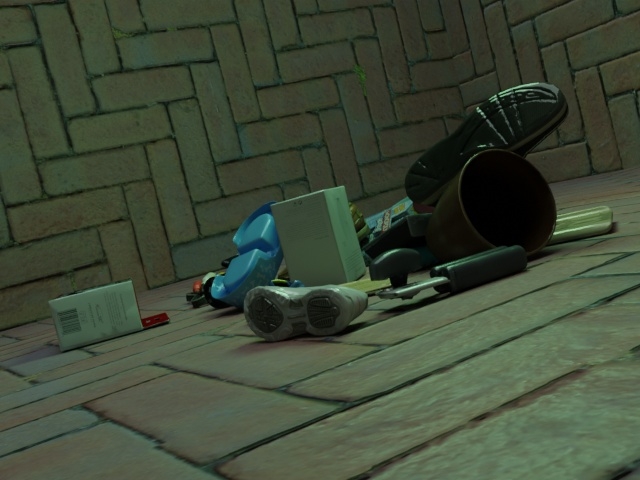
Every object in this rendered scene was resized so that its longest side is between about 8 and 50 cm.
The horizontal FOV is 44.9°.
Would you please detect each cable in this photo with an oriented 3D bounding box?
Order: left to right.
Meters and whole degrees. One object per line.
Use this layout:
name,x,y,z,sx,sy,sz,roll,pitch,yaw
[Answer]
cable,-0.353,0.146,2.262,0.139,0.072,0.287,-19,2,6

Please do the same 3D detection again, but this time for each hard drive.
hard drive,0.236,-0.005,1.800,0.255,0.054,0.172,-3,-26,-46

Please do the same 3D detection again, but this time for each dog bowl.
dog bowl,-0.156,0.039,1.862,0.166,0.074,0.297,-24,35,42

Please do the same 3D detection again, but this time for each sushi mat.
sushi mat,0.011,0.114,1.595,0.317,0.019,0.151,-13,4,17

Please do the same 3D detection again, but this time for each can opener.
can opener,0.215,0.039,1.302,0.283,0.095,0.076,-15,4,-23

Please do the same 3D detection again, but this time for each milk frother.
milk frother,-0.198,0.119,1.987,0.143,0.129,0.135,34,26,21

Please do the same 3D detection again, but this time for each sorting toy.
sorting toy,0.528,-0.023,1.662,0.193,0.038,0.208,-13,7,22

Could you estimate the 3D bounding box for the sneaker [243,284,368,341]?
sneaker,-0.022,0.114,1.260,0.232,0.090,0.115,-1,4,37

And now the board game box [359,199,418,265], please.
board game box,0.196,-0.035,2.140,0.194,0.060,0.194,-29,20,22

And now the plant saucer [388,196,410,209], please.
plant saucer,0.257,-0.060,2.259,0.318,0.043,0.317,-32,19,12

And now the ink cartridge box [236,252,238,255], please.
ink cartridge box,-0.218,0.087,2.381,0.063,0.109,0.150,-11,3,-4

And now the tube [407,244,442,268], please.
tube,0.288,0.023,1.761,0.207,0.052,0.080,-13,-8,-23

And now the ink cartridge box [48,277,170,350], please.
ink cartridge box,-0.543,0.176,2.016,0.272,0.130,0.309,-14,2,-15

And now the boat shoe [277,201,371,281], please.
boat shoe,-0.009,0.012,2.083,0.307,0.104,0.111,-38,16,-25

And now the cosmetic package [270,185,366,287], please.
cosmetic package,0.000,0.000,1.830,0.138,0.224,0.224,-16,2,15

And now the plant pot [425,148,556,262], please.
plant pot,0.310,-0.037,1.545,0.215,0.215,0.230,-15,-12,-27

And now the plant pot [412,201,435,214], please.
plant pot,0.353,-0.114,2.060,0.180,0.201,0.201,17,20,31

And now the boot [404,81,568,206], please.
boot,0.403,-0.156,1.657,0.377,0.138,0.284,-37,-43,27

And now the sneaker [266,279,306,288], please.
sneaker,-0.080,0.108,1.472,0.069,0.082,0.209,-29,10,-31
